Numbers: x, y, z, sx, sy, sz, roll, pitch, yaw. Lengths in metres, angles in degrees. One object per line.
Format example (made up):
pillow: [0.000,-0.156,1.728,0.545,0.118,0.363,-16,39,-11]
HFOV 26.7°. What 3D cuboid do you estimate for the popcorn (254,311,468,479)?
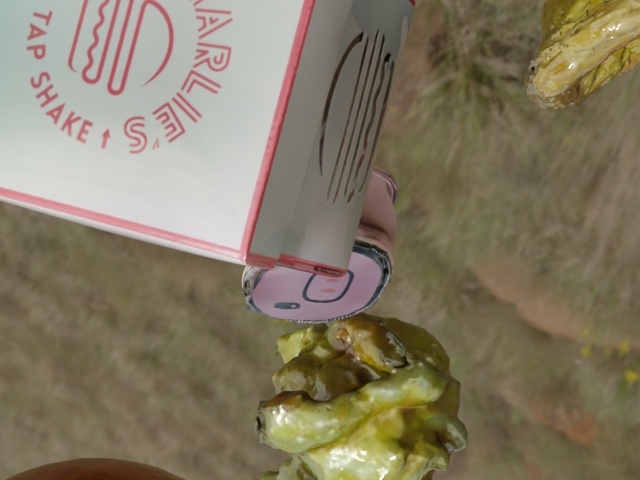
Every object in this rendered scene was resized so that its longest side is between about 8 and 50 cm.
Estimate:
popcorn: [0.051,0.257,1.913,0.290,0.326,0.321,33,-173,-5]

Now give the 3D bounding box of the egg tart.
egg tart: [0.379,-0.282,1.646,0.129,0.341,0.341,61,162,11]

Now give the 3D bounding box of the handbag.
handbag: [0.000,0.001,1.543,0.179,0.116,0.205,3,152,-13]

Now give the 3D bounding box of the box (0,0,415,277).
box: [-0.115,-0.150,1.265,0.312,0.314,0.300,14,179,18]

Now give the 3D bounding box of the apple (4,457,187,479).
apple: [-0.212,0.359,1.194,0.339,0.340,0.339,24,159,10]
